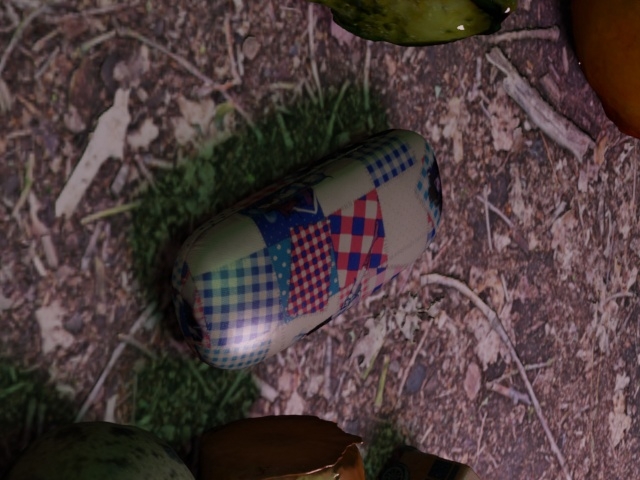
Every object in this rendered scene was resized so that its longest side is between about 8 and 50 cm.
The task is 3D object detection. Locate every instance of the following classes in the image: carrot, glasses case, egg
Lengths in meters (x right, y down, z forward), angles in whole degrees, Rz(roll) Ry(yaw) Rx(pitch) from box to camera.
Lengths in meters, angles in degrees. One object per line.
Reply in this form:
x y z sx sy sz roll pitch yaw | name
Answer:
-0.018 0.289 0.980 0.196 0.196 0.254 -5 99 -47 | carrot
0.000 0.000 1.035 0.327 0.076 0.125 -31 116 -42 | glasses case
-0.152 0.204 0.854 0.182 0.141 0.141 36 69 -53 | egg

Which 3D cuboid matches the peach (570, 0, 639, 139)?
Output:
0.452 -0.255 1.309 0.373 0.290 0.372 -24 139 -22 | peach

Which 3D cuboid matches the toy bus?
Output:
0.091 0.306 1.160 0.182 0.103 0.091 -57 131 -25 | toy bus

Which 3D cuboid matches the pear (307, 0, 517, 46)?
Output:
0.059 -0.324 0.998 0.238 0.164 0.255 24 73 -36 | pear
